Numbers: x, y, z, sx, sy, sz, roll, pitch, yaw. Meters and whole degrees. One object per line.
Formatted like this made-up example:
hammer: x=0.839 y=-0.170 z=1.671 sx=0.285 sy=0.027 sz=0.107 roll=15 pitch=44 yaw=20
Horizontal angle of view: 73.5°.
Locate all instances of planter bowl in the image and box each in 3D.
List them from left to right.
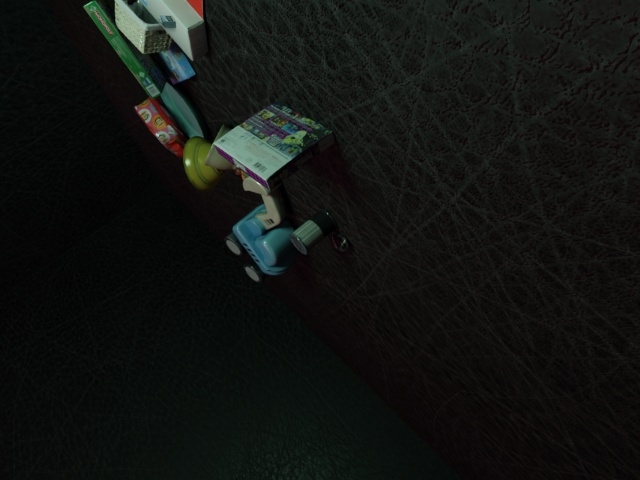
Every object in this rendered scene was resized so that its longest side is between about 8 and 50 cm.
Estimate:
planter bowl: x=-0.422 y=-0.302 z=1.655 sx=0.090 sy=0.217 sz=0.217 roll=-5 pitch=132 yaw=23
planter bowl: x=-0.331 y=-0.318 z=1.534 sx=0.109 sy=0.162 sz=0.162 roll=27 pitch=167 yaw=-16

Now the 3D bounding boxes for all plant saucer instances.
plant saucer: x=-0.574 y=-0.546 z=1.804 sx=0.317 sy=0.043 sz=0.317 roll=44 pitch=162 yaw=19

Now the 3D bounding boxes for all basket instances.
basket: x=-0.544 y=-0.672 z=1.327 sx=0.167 sy=0.113 sz=0.103 roll=47 pitch=138 yaw=12

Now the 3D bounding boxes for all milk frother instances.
milk frother: x=0.000 y=0.000 z=1.375 sx=0.143 sy=0.134 sz=0.129 roll=39 pitch=160 yaw=29

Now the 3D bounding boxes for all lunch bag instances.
lunch bag: x=-0.701 y=-0.500 z=1.975 sx=0.258 sy=0.120 sz=0.293 roll=53 pitch=178 yaw=5

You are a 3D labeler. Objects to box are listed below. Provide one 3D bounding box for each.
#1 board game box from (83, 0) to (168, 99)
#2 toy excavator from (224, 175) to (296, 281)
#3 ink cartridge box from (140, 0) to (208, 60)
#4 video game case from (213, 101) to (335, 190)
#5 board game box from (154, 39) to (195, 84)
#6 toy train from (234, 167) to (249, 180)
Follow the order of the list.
board game box: x=-0.644 y=-0.662 z=1.457 sx=0.317 sy=0.046 sz=0.213 roll=59 pitch=-169 yaw=-37
toy excavator: x=-0.205 y=-0.058 z=1.707 sx=0.445 sy=0.222 sz=0.433 roll=-10 pitch=119 yaw=54
ink cartridge box: x=-0.424 y=-0.681 z=1.149 sx=0.296 sy=0.066 sz=0.261 roll=49 pitch=163 yaw=3
video game case: x=-0.117 y=-0.241 z=1.057 sx=0.232 sy=0.210 sz=0.042 roll=36 pitch=158 yaw=35
board game box: x=-0.527 y=-0.641 z=1.512 sx=0.211 sy=0.039 sz=0.160 roll=20 pitch=145 yaw=56
toy train: x=-0.322 y=-0.296 z=1.695 sx=0.166 sy=0.046 sz=0.125 roll=39 pitch=159 yaw=31
